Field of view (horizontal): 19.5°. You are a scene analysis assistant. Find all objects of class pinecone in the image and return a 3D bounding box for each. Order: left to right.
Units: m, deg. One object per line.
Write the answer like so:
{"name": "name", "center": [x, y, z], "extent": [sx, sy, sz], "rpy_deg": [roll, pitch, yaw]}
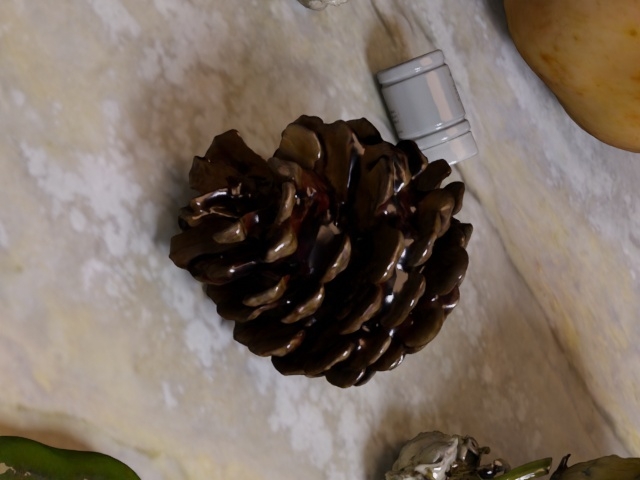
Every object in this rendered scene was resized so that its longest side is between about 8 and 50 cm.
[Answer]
{"name": "pinecone", "center": [0.002, -0.001, 1.288], "extent": [0.204, 0.179, 0.184], "rpy_deg": [36, 26, -15]}

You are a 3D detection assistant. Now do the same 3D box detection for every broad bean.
{"name": "broad bean", "center": [-0.182, 0.148, 1.104], "extent": [0.254, 0.046, 0.065], "rpy_deg": [10, 76, -47]}

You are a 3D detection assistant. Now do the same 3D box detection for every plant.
{"name": "plant", "center": [0.111, 0.189, 1.387], "extent": [0.116, 0.122, 0.104], "rpy_deg": [-31, 104, -61]}

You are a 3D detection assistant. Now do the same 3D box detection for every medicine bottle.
{"name": "medicine bottle", "center": [0.087, -0.104, 1.513], "extent": [0.058, 0.058, 0.091], "rpy_deg": [-26, 97, -51]}

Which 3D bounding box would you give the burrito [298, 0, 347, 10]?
{"name": "burrito", "center": [-0.009, -0.252, 1.462], "extent": [0.041, 0.055, 0.149], "rpy_deg": [-8, 84, -21]}

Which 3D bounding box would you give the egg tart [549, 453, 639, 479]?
{"name": "egg tart", "center": [0.216, 0.283, 1.408], "extent": [0.345, 0.132, 0.345], "rpy_deg": [-51, 151, -43]}

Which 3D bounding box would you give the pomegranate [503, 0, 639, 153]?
{"name": "pomegranate", "center": [0.347, -0.274, 1.657], "extent": [0.411, 0.411, 0.411], "rpy_deg": [22, 61, -45]}
